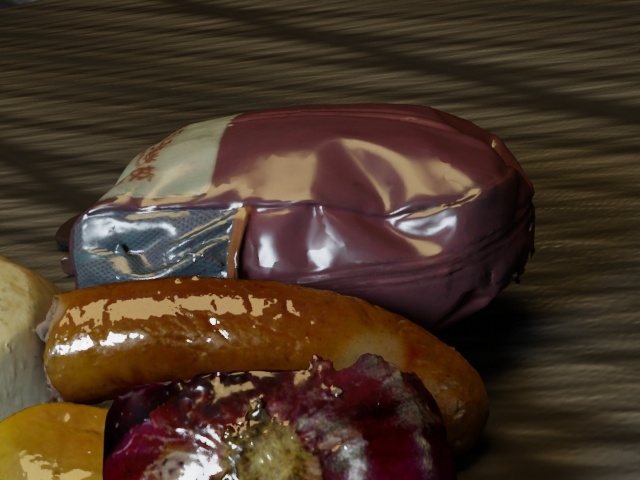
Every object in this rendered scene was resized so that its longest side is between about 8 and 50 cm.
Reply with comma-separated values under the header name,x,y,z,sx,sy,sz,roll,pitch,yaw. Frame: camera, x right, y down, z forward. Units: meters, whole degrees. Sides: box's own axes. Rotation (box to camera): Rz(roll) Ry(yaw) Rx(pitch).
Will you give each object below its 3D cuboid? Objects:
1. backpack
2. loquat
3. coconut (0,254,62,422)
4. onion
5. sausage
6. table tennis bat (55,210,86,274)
name,x,y,z,sx,sy,sz,roll,pitch,yaw
backpack,0.000,0.000,1.271,0.317,0.197,0.283,-5,20,9
loquat,-0.149,0.155,1.078,0.137,0.113,0.137,-4,11,1
coconut,-0.281,0.095,1.219,0.237,0.237,0.197,-23,62,-23
onion,-0.018,0.149,0.993,0.195,0.140,0.218,-13,-17,1
sausage,-0.039,0.075,1.112,0.302,0.103,0.076,7,22,2
table tennis bat,-0.225,-0.053,1.667,0.107,0.119,0.170,-9,19,15
